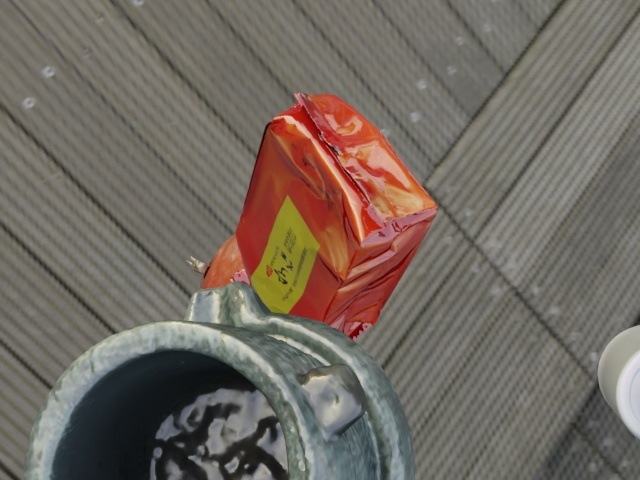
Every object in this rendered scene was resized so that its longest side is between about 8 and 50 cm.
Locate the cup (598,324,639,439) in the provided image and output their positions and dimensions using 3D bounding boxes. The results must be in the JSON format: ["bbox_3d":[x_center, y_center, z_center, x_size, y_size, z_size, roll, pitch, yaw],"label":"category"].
[{"bbox_3d":[0.330,0.131,1.098,0.136,0.133,0.099,-2,91,7],"label":"cup"}]

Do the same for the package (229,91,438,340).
[{"bbox_3d":[0.000,0.000,1.430,0.123,0.423,0.196,-27,69,-25],"label":"package"}]

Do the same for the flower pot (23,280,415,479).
[{"bbox_3d":[-0.068,0.174,0.987,0.283,0.299,0.299,29,65,-68],"label":"flower pot"}]

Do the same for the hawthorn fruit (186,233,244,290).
[{"bbox_3d":[-0.095,0.088,2.020,0.276,0.307,0.276,-38,138,-44],"label":"hawthorn fruit"}]
